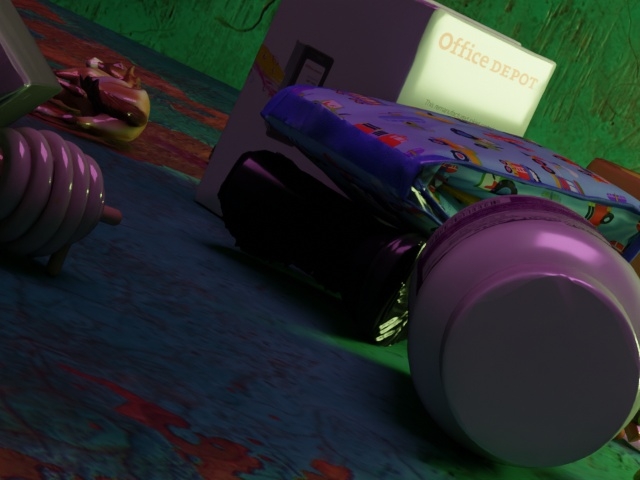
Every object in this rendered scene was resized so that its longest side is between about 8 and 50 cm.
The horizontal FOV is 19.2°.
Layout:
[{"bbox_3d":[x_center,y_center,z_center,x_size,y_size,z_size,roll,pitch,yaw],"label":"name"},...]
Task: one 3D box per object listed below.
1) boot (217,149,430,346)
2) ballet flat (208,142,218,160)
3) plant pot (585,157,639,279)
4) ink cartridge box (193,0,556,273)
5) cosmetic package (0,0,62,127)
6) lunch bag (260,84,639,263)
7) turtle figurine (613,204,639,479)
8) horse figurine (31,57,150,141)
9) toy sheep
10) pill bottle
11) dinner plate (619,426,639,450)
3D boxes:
[{"bbox_3d":[0.000,0.000,1.573,0.207,0.094,0.246,30,2,15],"label":"boot"},{"bbox_3d":[-0.092,-0.088,2.130,0.041,0.041,0.114,20,9,-34],"label":"ballet flat"},{"bbox_3d":[0.310,0.050,1.819,0.291,0.203,0.291,23,7,-3],"label":"plant pot"},{"bbox_3d":[0.053,-0.106,1.821,0.198,0.270,0.197,17,10,-47],"label":"ink cartridge box"},{"bbox_3d":[-0.255,-0.110,1.250,0.107,0.127,0.238,58,1,-2],"label":"cosmetic package"},{"bbox_3d":[0.102,-0.052,1.593,0.293,0.138,0.221,26,6,-37],"label":"lunch bag"},{"bbox_3d":[0.269,0.100,1.437,0.087,0.269,0.217,11,35,0],"label":"turtle figurine"},{"bbox_3d":[-0.247,-0.156,2.016,0.174,0.066,0.263,14,9,-26],"label":"horse figurine"},{"bbox_3d":[-0.184,-0.028,1.217,0.132,0.091,0.091,17,10,-44],"label":"toy sheep"},{"bbox_3d":[0.144,0.063,1.315,0.169,0.169,0.301,25,8,-1],"label":"pill bottle"},{"bbox_3d":[0.307,0.159,1.620,0.141,0.017,0.141,18,22,-8],"label":"dinner plate"}]
